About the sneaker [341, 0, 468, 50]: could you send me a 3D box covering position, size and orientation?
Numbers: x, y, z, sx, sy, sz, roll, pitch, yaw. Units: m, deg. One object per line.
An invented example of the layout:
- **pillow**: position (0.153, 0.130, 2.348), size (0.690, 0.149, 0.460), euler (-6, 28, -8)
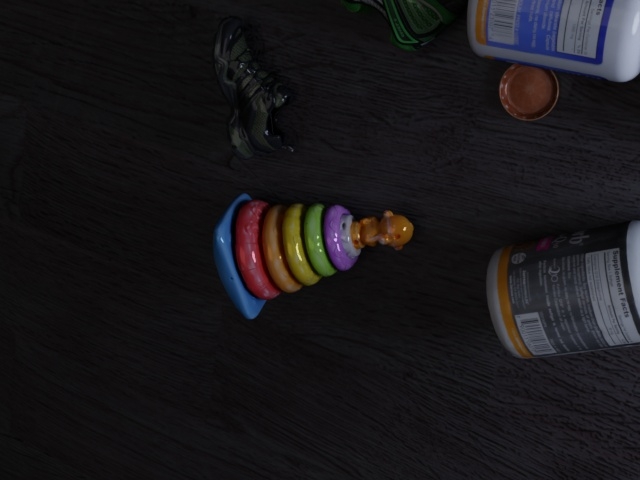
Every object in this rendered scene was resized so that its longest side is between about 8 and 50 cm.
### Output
- **sneaker**: position (0.047, -0.405, 1.247), size (0.343, 0.134, 0.146), euler (48, 122, 9)

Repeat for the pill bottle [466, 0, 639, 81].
- **pill bottle**: position (0.333, -0.281, 1.107), size (0.272, 0.152, 0.152), euler (16, 111, 24)

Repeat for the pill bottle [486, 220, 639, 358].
- **pill bottle**: position (0.374, 0.063, 1.174), size (0.278, 0.162, 0.162), euler (-13, 97, 31)

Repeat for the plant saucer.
- **plant saucer**: position (0.289, -0.208, 1.234), size (0.083, 0.013, 0.084), euler (8, 107, 27)

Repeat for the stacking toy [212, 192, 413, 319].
- **stacking toy**: position (0.000, 0.000, 1.390), size (0.301, 0.166, 0.175), euler (-10, 114, 21)

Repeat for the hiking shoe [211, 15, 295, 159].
- **hiking shoe**: position (-0.099, -0.246, 1.416), size (0.114, 0.086, 0.227), euler (-6, 107, 17)
